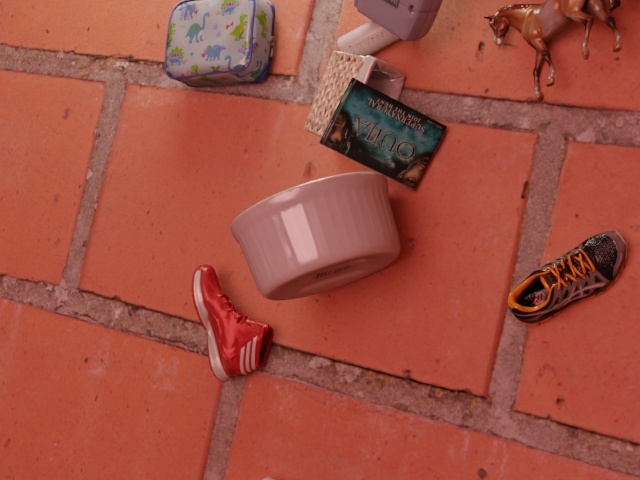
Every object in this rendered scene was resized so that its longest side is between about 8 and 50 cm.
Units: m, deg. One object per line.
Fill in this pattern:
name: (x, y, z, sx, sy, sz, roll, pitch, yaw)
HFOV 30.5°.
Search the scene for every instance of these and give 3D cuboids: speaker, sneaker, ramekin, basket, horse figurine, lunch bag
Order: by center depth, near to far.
sneaker: (0.382, 0.060, 1.820, 0.215, 0.083, 0.084, -41, 61, 18)
horse figurine: (0.387, -0.346, 1.881, 0.263, 0.066, 0.174, -34, 60, 48)
ramekin: (0.000, 0.000, 1.966, 0.277, 0.277, 0.135, -24, 76, 27)
basket: (0.057, -0.241, 2.065, 0.103, 0.113, 0.167, 22, 93, 35)
speaker: (0.100, -0.368, 2.096, 0.136, 0.055, 0.055, -25, 68, 26)
sneaker: (-0.152, 0.139, 2.154, 0.128, 0.087, 0.221, -18, 84, 20)
lunch bag: (-0.192, -0.390, 2.264, 0.219, 0.090, 0.176, -1, 81, 32)

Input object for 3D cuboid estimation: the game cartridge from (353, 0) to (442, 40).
game cartridge: (0.144, -0.495, 1.955, 0.196, 0.060, 0.294, 46, 136, 43)

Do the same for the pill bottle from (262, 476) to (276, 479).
pill bottle: (-0.054, 0.457, 2.027, 0.120, 0.067, 0.067, 23, 93, 33)

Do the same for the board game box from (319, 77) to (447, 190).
board game box: (0.107, -0.180, 1.993, 0.126, 0.186, 0.026, -63, 18, 7)
